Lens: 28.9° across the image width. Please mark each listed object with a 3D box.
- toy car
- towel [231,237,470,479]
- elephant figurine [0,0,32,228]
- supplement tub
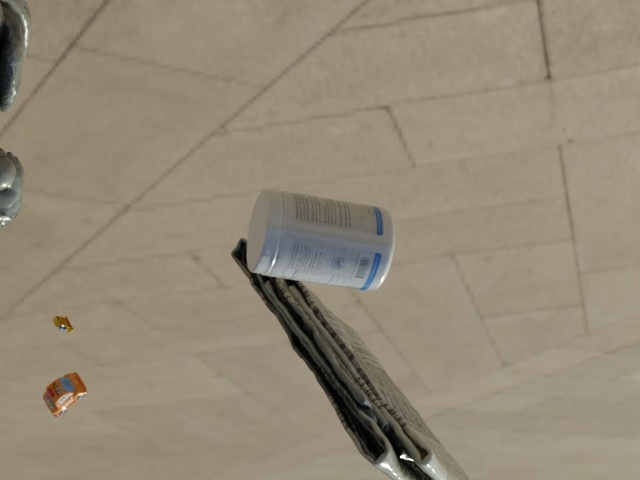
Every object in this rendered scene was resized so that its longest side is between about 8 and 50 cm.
[{"bbox_3d":[-0.335,0.156,1.555,0.060,0.122,0.040,-24,159,15],"label":"toy car"},{"bbox_3d":[0.053,0.156,1.351,0.056,0.312,0.324,-38,147,5],"label":"towel"},{"bbox_3d":[-0.256,-0.131,0.826,0.186,0.239,0.169,1,168,36],"label":"elephant figurine"},{"bbox_3d":[0.000,0.000,1.001,0.107,0.071,0.071,10,157,-15],"label":"supplement tub"}]
